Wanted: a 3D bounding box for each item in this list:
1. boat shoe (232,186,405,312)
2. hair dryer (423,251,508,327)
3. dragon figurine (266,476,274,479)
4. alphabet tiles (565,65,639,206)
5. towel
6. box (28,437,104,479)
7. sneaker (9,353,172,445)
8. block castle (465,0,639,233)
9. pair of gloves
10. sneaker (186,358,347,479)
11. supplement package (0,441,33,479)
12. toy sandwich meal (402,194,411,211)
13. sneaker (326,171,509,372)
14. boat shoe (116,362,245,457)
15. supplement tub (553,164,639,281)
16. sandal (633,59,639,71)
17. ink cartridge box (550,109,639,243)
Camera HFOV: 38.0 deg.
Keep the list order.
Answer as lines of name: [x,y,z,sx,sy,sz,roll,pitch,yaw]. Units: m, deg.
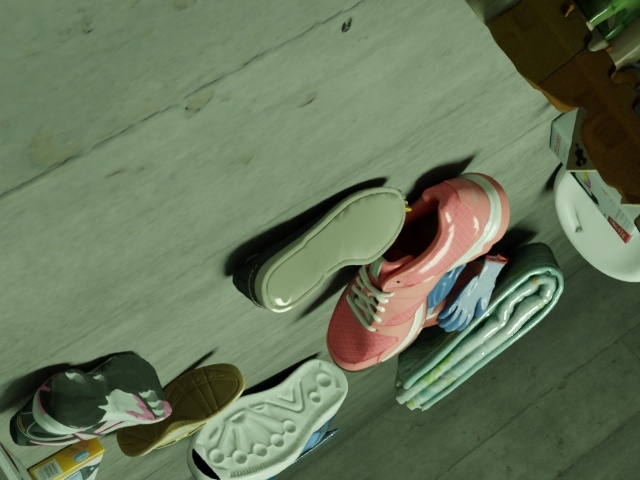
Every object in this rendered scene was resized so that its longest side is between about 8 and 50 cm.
boat shoe: [0.000,0.000,0.916,0.206,0.075,0.065,-33,-152,-34]
hair dryer: [0.223,0.116,1.654,0.223,0.080,0.293,-44,163,24]
dragon figurine: [-0.132,0.420,1.735,0.289,0.085,0.144,-38,164,3]
alphabet tiles: [0.387,-0.132,1.029,0.009,0.198,0.237,21,169,-42]
towel: [0.298,0.149,1.778,0.374,0.090,0.320,-41,-177,13]
box: [-0.297,0.274,1.071,0.081,0.028,0.136,-28,160,-31]
sneaker: [-0.214,0.151,0.856,0.077,0.072,0.178,-31,160,22]
block castle: [0.316,-0.135,0.743,0.213,0.303,0.453,-37,165,21]
pair of gloves: [0.212,0.081,1.501,0.198,0.023,0.159,10,116,-40]
sneaker: [-0.104,0.328,1.448,0.323,0.130,0.236,-29,159,-45]
supplement package: [-0.296,0.286,0.793,0.149,0.194,0.203,-31,164,-18]
toy sandwich meal: [0.065,-0.018,1.021,0.085,0.029,0.085,-34,164,-11]
sneaker: [0.083,0.037,1.117,0.136,0.116,0.314,0,133,-52]
boat shoe: [-0.160,0.197,1.097,0.170,0.063,0.059,-30,168,8]
supplement tub: [0.560,-0.100,1.495,0.316,0.228,0.228,-31,163,-22]
sandal: [0.435,-0.272,0.981,0.054,0.097,0.254,23,134,-37]
ink cartridge box: [0.385,-0.095,1.232,0.072,0.175,0.127,-36,164,4]
